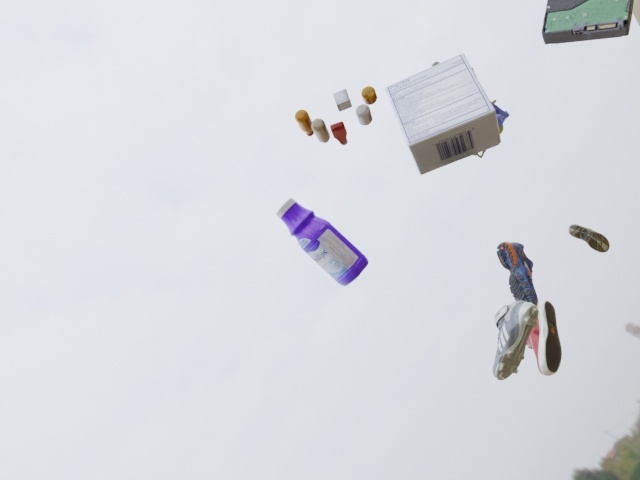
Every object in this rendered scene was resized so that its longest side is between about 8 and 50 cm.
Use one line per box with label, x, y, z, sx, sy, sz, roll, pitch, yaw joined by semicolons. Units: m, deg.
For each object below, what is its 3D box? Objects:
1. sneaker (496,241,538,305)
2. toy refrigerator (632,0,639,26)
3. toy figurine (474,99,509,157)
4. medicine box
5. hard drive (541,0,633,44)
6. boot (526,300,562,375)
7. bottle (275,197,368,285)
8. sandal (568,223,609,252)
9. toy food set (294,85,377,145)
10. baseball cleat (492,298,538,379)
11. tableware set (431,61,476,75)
sneaker;0.637;0.101;1.793;0.087;0.083;0.221;-14;-99;-24
toy refrigerator;1.077;-0.873;1.927;0.094;0.102;0.270;-36;-84;-37
toy figurine;0.590;-0.422;2.070;0.362;0.217;0.191;25;-88;-34
medicine box;0.372;-0.389;1.760;0.263;0.289;0.149;-21;-38;11
hard drive;0.810;-0.754;1.707;0.064;0.236;0.339;35;-115;-52
boot;0.676;0.330;1.854;0.088;0.176;0.244;27;-127;-28
bottle;0.000;0.000;1.576;0.092;0.283;0.118;-47;1;-32
sandal;1.138;-0.016;2.415;0.049;0.180;0.072;-12;-52;-45
toy food set;0.057;-0.336;1.597;0.232;0.111;0.104;-21;-21;7
baseball cleat;0.468;0.245;1.428;0.072;0.109;0.206;35;-98;-30
tableware set;0.485;-0.618;2.083;0.154;0.104;0.024;2;-45;-6
